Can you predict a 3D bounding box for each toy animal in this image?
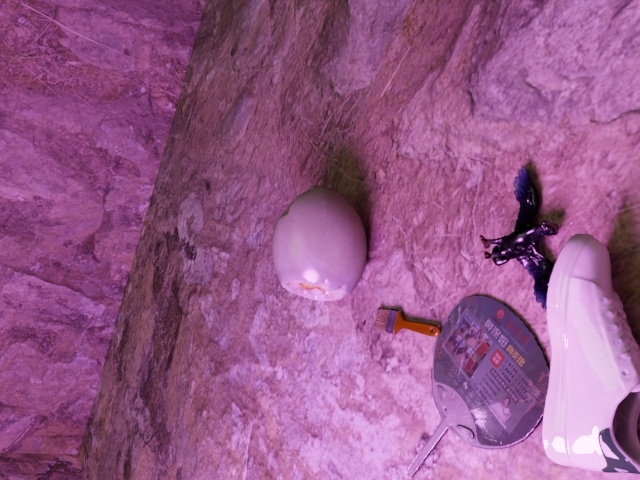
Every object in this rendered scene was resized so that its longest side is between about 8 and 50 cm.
[{"bbox_3d":[0.275,0.001,0.820,0.107,0.062,0.220,-24,55,32],"label":"toy animal"}]

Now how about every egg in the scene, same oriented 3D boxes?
[{"bbox_3d":[0.000,0.000,1.140,0.183,0.183,0.217,-19,55,55],"label":"egg"}]

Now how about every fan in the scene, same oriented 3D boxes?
[{"bbox_3d":[0.207,0.203,0.881,0.294,0.012,0.223,-41,46,43],"label":"fan"}]

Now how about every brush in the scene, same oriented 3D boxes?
[{"bbox_3d":[0.143,0.141,1.004,0.170,0.014,0.043,2,77,60],"label":"brush"}]

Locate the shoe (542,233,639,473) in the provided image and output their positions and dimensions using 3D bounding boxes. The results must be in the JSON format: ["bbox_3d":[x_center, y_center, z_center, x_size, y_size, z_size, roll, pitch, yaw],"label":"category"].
[{"bbox_3d":[0.319,0.126,0.663,0.110,0.095,0.265,3,86,53],"label":"shoe"}]
